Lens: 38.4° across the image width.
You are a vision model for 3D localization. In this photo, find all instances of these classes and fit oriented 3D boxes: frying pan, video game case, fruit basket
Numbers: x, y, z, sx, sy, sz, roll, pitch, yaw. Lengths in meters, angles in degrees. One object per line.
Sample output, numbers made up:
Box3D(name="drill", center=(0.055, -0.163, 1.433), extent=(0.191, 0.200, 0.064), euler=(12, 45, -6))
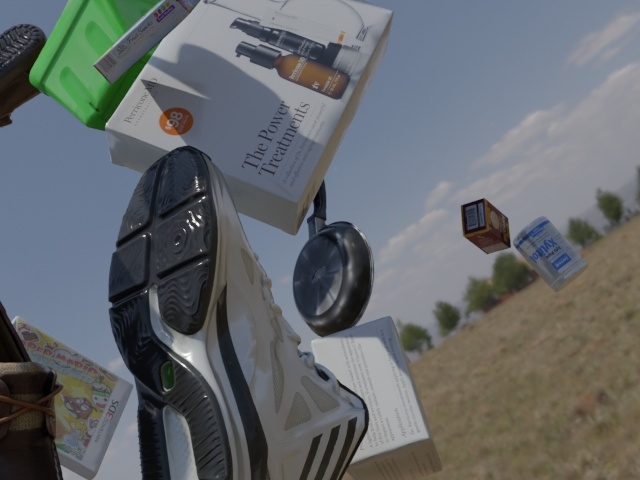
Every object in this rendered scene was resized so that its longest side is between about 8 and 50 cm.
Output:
Box3D(name="frying pan", center=(0.018, 0.000, 1.530), extent=(0.053, 0.326, 0.197), euler=(10, -11, -37))
Box3D(name="video game case", center=(-0.420, 0.242, 1.438), extent=(0.026, 0.227, 0.206), euler=(-49, 16, 29))
Box3D(name="fruit basket", center=(-0.320, -0.363, 1.665), extent=(0.283, 0.392, 0.392), euler=(-52, -16, 24))

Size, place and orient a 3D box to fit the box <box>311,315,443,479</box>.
Box3D(name="box", center=(0.078, 0.228, 1.255), extent=(0.119, 0.181, 0.182), euler=(-18, -28, 4))

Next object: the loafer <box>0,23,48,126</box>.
Box3D(name="loafer", center=(-0.614, -0.227, 1.641), extent=(0.366, 0.134, 0.130), euler=(-37, -38, -4))

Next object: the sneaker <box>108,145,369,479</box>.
Box3D(name="sneaker", center=(-0.088, 0.120, 1.061), extent=(0.169, 0.448, 0.257), euler=(-26, -28, 33))

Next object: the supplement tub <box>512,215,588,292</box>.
Box3D(name="supplement tub", center=(0.364, 0.021, 1.458), extent=(0.071, 0.107, 0.071), euler=(-35, -18, -13))

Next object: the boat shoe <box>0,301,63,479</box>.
Box3D(name="boat shoe", center=(-0.332, 0.164, 0.938), extent=(0.123, 0.342, 0.123), euler=(-44, -29, 27))

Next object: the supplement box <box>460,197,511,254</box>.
Box3D(name="supplement box", center=(0.252, -0.021, 1.401), extent=(0.043, 0.055, 0.083), euler=(-18, -30, 31))

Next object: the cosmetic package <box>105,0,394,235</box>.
Box3D(name="cosmetic package", center=(-0.091, -0.224, 1.323), extent=(0.097, 0.284, 0.377), euler=(97, -164, -59))

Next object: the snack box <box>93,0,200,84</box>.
Box3D(name="snack box", center=(-0.223, -0.270, 1.186), extent=(0.141, 0.037, 0.100), euler=(-36, 20, 17))
